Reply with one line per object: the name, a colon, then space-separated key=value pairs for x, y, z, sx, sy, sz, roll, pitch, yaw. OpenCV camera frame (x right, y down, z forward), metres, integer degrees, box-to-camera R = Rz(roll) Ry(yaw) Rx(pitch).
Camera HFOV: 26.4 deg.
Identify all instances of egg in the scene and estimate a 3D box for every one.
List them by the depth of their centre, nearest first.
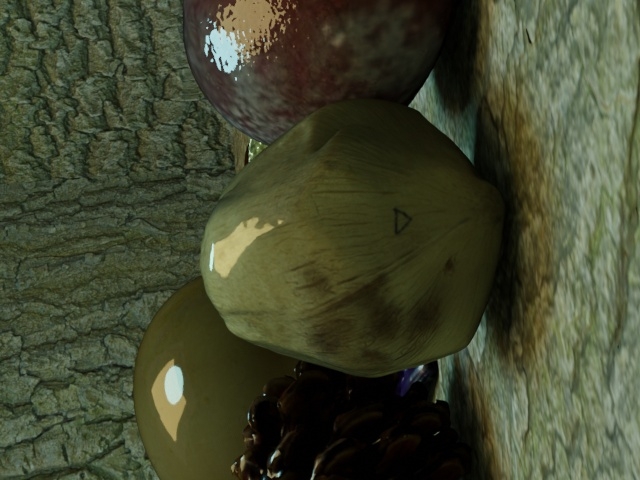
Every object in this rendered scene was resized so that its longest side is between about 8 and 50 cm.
egg: x=-0.100 y=0.221 z=1.849 sx=0.301 sy=0.301 sz=0.373 roll=113 pitch=145 yaw=-76

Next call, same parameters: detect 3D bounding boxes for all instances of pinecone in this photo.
pinecone: x=0.035 y=0.208 z=1.149 sx=0.221 sy=0.222 sz=0.221 roll=175 pitch=90 yaw=-84

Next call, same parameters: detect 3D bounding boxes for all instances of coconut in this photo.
coconut: x=0.031 y=0.000 z=0.989 sx=0.224 sy=0.224 sz=0.224 roll=175 pitch=90 yaw=-84

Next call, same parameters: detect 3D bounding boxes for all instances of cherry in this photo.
cherry: x=-0.006 y=-0.187 z=1.091 sx=0.285 sy=0.213 sz=0.236 roll=-153 pitch=48 yaw=-70

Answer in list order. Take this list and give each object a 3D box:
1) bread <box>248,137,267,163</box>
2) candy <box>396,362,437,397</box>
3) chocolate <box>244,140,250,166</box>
bread: x=-0.011 y=-0.062 z=1.551 sx=0.127 sy=0.152 sz=0.147 roll=-125 pitch=31 yaw=-61
candy: x=0.011 y=0.075 z=1.346 sx=0.275 sy=0.070 sz=0.145 roll=42 pitch=149 yaw=15
chocolate: x=-0.032 y=-0.103 z=1.774 sx=0.124 sy=0.127 sz=0.133 roll=50 pitch=177 yaw=4
